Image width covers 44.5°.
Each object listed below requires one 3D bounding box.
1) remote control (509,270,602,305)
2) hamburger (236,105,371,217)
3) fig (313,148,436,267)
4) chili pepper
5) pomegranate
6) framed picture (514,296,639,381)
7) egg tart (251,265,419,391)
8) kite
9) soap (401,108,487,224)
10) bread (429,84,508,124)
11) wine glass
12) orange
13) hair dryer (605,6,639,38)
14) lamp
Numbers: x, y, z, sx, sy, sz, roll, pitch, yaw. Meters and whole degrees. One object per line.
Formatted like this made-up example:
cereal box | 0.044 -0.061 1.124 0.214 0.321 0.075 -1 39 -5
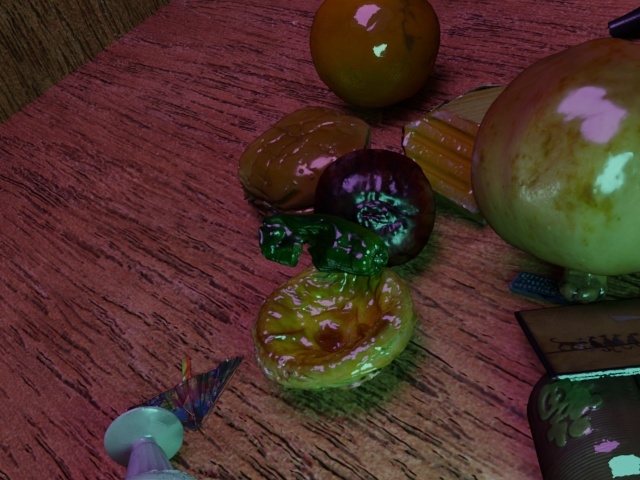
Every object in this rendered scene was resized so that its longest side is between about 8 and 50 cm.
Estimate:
remote control | 0.383 0.085 1.271 0.152 0.027 0.043 17 58 43
hamburger | -0.025 -0.158 1.674 0.319 0.158 0.318 -17 38 14
fig | 0.097 -0.065 1.457 0.224 0.224 0.263 -19 39 7
chili pepper | 0.000 0.001 1.342 0.253 0.083 0.099 9 73 34
pomegranate | 0.425 -0.102 1.192 0.412 0.411 0.411 -15 39 12
framed picture | 0.408 0.121 1.044 0.255 0.014 0.338 -7 6 8
egg tart | 0.025 0.154 1.314 0.295 0.116 0.294 -14 38 11
kite | -0.245 0.275 1.400 0.241 0.014 0.183 -23 37 4
soap | 0.259 -0.156 1.522 0.257 0.080 0.160 35 88 41
bread | 0.342 -0.241 1.660 0.301 0.045 0.301 -15 38 12
wine glass | -0.258 0.361 1.193 0.165 0.165 0.196 -26 33 -1
orange | 0.129 -0.461 1.832 0.312 0.312 0.312 -15 39 12
hair dryer | 0.769 -0.547 1.788 0.236 0.091 0.271 -18 25 25
lamp | 0.356 0.248 0.967 0.180 0.180 0.258 -17 37 10
